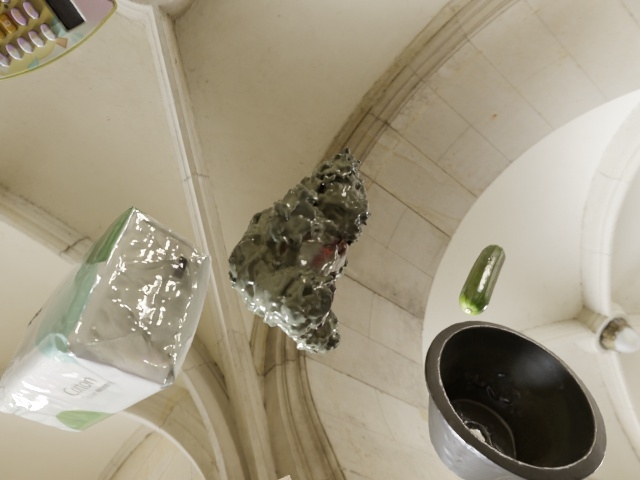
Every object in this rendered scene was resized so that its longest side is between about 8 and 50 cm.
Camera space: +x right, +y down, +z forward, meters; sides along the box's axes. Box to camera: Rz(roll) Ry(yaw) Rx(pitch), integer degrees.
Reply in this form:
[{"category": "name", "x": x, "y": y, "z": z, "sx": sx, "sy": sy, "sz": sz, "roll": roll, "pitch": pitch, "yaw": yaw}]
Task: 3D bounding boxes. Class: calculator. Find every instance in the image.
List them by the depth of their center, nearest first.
[{"category": "calculator", "x": -0.412, "y": -0.320, "z": 0.580, "sx": 0.237, "sy": 0.033, "sz": 0.157, "roll": -28, "pitch": -56, "yaw": 1}]

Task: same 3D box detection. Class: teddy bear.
[{"category": "teddy bear", "x": 0.000, "y": 0.000, "z": 0.783, "sx": 0.225, "sy": 0.357, "sz": 0.367, "roll": 28, "pitch": -107, "yaw": 18}]

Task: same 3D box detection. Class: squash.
[{"category": "squash", "x": 0.367, "y": 0.084, "z": 0.967, "sx": 0.229, "sy": 0.066, "sz": 0.066, "roll": -46, "pitch": -58, "yaw": -42}]

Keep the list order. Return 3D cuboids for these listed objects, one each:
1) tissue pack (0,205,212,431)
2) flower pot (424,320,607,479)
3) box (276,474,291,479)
[{"category": "tissue pack", "x": -0.368, "y": 0.148, "z": 0.736, "sx": 0.194, "sy": 0.265, "sz": 0.357, "roll": 35, "pitch": -50, "yaw": -29}, {"category": "flower pot", "x": 0.272, "y": 0.278, "z": 0.684, "sx": 0.270, "sy": 0.268, "sz": 0.166, "roll": 0, "pitch": -50, "yaw": -18}, {"category": "box", "x": -0.153, "y": 0.505, "z": 0.723, "sx": 0.212, "sy": 0.095, "sz": 0.168, "roll": -39, "pitch": -27, "yaw": 15}]
